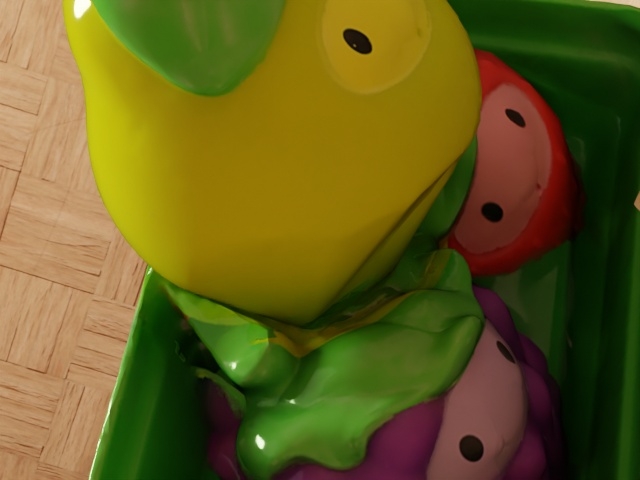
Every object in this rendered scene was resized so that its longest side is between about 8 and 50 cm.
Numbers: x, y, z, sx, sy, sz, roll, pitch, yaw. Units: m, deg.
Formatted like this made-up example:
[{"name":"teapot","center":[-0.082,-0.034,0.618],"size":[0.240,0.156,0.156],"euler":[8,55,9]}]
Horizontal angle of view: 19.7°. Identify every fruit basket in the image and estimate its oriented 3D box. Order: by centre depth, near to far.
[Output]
[{"name":"fruit basket","center":[0.028,-0.015,0.857],"size":[0.392,0.283,0.392],"euler":[8,-90,-86]}]

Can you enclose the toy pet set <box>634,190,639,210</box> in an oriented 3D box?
[{"name":"toy pet set","center":[0.176,0.007,0.699],"size":[0.114,0.065,0.122],"euler":[51,135,38]}]
